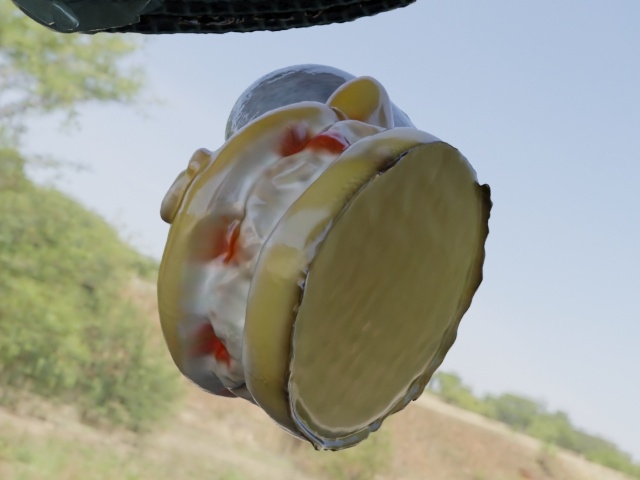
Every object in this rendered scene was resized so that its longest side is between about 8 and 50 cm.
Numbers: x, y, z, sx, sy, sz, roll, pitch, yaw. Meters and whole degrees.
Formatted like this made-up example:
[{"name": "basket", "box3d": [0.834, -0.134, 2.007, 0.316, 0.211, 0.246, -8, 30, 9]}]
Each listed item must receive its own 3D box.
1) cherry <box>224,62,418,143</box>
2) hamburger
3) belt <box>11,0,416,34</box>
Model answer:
[{"name": "cherry", "box3d": [0.013, -0.054, 1.497, 0.296, 0.218, 0.255, 58, 21, 19]}, {"name": "hamburger", "box3d": [0.000, 0.000, 1.133, 0.186, 0.302, 0.261, 27, -19, 32]}, {"name": "belt", "box3d": [-0.049, -0.190, 0.657, 0.257, 0.150, 0.207, 0, -20, -6]}]
